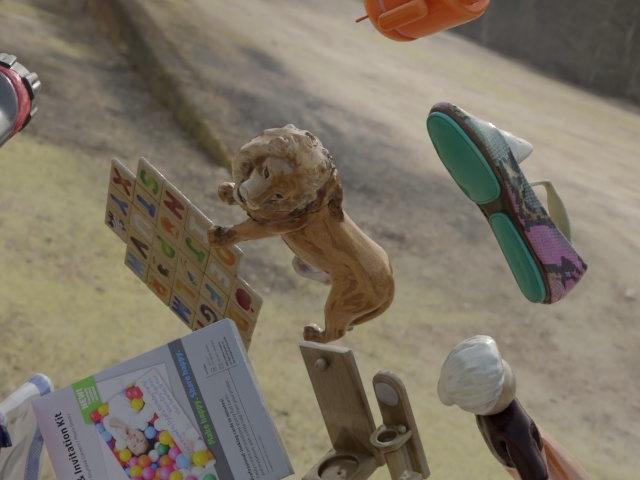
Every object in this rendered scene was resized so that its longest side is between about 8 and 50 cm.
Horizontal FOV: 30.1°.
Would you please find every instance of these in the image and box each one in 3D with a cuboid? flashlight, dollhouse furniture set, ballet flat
[{"bbox_3d":[-0.412,-0.138,1.385,0.103,0.103,0.304,16,21,-2],"label":"flashlight"},{"bbox_3d":[0.011,0.182,0.982,0.144,0.123,0.151,5,32,40],"label":"dollhouse furniture set"},{"bbox_3d":[0.181,-0.046,1.124,0.221,0.079,0.077,58,-21,-7],"label":"ballet flat"}]

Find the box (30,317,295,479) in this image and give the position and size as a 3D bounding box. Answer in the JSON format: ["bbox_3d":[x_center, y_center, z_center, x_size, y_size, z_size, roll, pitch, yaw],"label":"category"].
[{"bbox_3d":[-0.135,0.168,1.015,0.186,0.145,0.038,-23,-11,2],"label":"box"}]

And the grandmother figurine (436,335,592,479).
[{"bbox_3d":[0.235,0.234,1.420,0.342,0.104,0.208,56,-6,-37],"label":"grandmother figurine"}]

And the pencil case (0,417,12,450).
[{"bbox_3d":[-0.352,0.157,0.918,0.209,0.098,0.095,5,-26,-29],"label":"pencil case"}]

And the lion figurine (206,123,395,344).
[{"bbox_3d":[0.000,0.000,1.594,0.240,0.142,0.392,-15,-44,41],"label":"lion figurine"}]

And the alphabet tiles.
[{"bbox_3d":[-0.225,0.030,1.893,0.342,0.285,0.011,43,55,16],"label":"alphabet tiles"}]

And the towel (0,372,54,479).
[{"bbox_3d":[-0.342,0.269,1.108,0.034,0.209,0.285,23,30,12],"label":"towel"}]

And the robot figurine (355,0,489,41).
[{"bbox_3d":[0.151,-0.353,1.665,0.128,0.158,0.219,21,-24,-41],"label":"robot figurine"}]
